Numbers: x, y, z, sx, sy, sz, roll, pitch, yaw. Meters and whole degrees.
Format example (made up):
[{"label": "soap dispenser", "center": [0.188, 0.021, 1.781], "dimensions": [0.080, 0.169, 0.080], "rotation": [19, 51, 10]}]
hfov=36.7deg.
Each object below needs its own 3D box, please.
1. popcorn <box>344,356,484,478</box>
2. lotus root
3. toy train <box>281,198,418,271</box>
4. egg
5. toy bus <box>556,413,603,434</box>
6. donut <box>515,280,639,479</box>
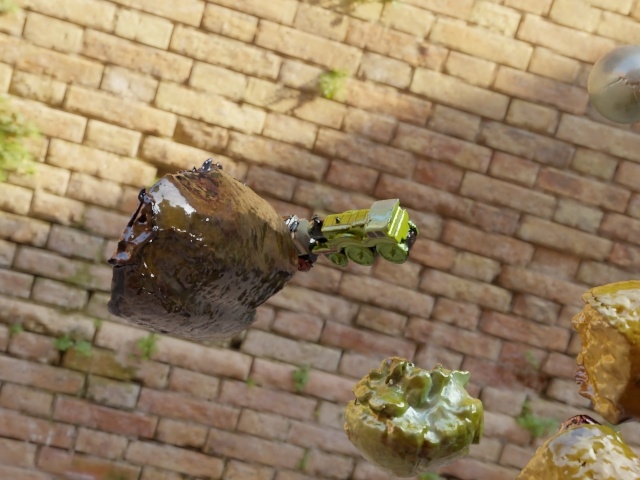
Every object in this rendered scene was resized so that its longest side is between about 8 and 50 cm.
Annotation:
[{"label": "popcorn", "center": [0.148, 0.285, 1.538], "dimensions": [0.221, 0.183, 0.204], "rotation": [4, -19, -25]}, {"label": "lotus root", "center": [-0.086, 0.022, 0.866], "dimensions": [0.078, 0.167, 0.329], "rotation": [21, -1, 14]}, {"label": "toy train", "center": [0.000, 0.000, 1.159], "dimensions": [0.250, 0.053, 0.085], "rotation": [-8, -44, 37]}, {"label": "egg", "center": [0.443, -0.224, 1.385], "dimensions": [0.114, 0.114, 0.152], "rotation": [18, 14, 5]}, {"label": "toy bus", "center": [0.370, 0.373, 1.487], "dimensions": [0.074, 0.235, 0.096], "rotation": [36, -27, 2]}, {"label": "donut", "center": [0.438, 0.235, 1.129], "dimensions": [0.378, 0.163, 0.435], "rotation": [14, 48, 13]}]
